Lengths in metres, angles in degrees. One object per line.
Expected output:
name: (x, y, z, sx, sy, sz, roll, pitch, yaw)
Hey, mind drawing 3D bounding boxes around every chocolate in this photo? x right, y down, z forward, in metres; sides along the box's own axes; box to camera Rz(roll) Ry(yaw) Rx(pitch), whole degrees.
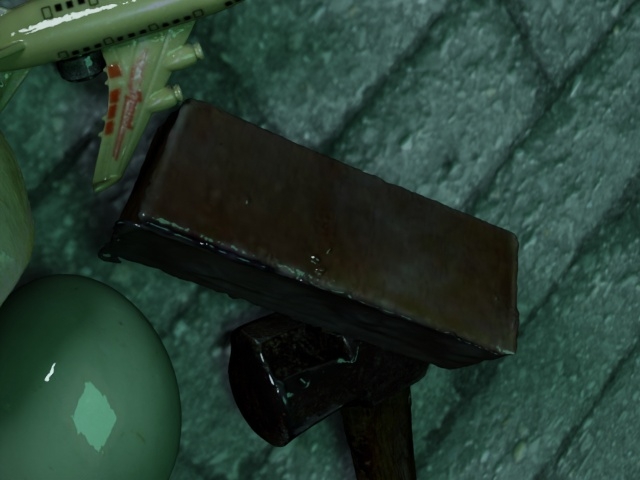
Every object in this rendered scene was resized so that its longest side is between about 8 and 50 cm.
chocolate: (0.000, 0.000, 0.888, 0.321, 0.112, 0.112, 20, 69, -21)

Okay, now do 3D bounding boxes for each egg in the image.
egg: (-0.172, 0.117, 0.818, 0.149, 0.149, 0.192, -20, 113, -32)

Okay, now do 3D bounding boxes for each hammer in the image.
hammer: (0.055, 0.213, 1.082, 0.242, 0.095, 0.409, -26, 124, -29)

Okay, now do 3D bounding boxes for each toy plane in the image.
toy plane: (-0.139, -0.155, 0.786, 0.244, 0.092, 0.229, -22, 114, -11)

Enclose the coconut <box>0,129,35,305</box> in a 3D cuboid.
coconut: (-0.278, -0.012, 0.654, 0.227, 0.227, 0.230, -30, 125, -27)
